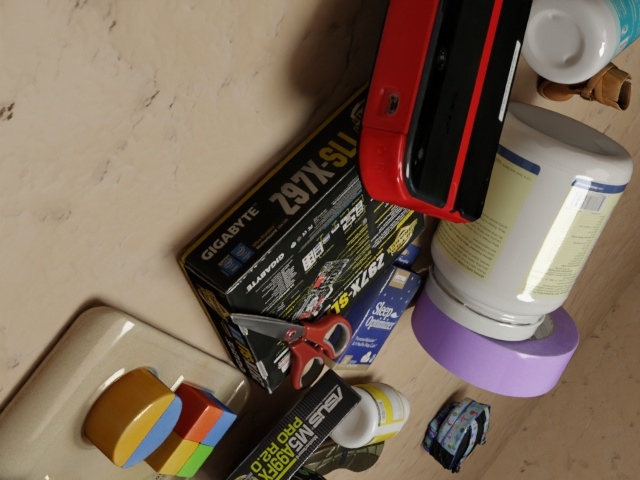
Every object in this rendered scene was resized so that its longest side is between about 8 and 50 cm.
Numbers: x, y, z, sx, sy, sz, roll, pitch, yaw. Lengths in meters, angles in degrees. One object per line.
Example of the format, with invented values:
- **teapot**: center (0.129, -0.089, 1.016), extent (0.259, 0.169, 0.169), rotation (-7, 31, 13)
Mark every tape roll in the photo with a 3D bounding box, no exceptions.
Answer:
- **tape roll**: center (0.301, 0.147, 1.358), extent (0.275, 0.275, 0.090), rotation (-19, 134, -49)

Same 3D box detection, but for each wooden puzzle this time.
- **wooden puzzle**: center (-0.226, 0.256, 0.852), extent (0.322, 0.080, 0.348), rotation (-52, 152, -6)

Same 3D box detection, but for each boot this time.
- **boot**: center (0.436, -0.251, 1.279), extent (0.073, 0.152, 0.197), rotation (-58, 152, 4)

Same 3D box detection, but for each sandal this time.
- **sandal**: center (0.036, 0.384, 1.438), extent (0.219, 0.060, 0.090), rotation (0, 115, -41)

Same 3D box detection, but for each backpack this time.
- **backpack**: center (0.344, 0.463, 1.936), extent (0.158, 0.117, 0.173), rotation (-33, 145, -36)

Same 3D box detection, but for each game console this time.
- **game console**: center (0.160, -0.219, 0.888), extent (0.342, 0.060, 0.386), rotation (8, 96, -65)

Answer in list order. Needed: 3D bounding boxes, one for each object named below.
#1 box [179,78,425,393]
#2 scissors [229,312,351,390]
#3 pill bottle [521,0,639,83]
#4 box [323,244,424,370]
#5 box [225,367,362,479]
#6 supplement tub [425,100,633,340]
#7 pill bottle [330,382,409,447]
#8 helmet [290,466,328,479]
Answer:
- **box**: center (0.000, 0.000, 0.941), extent (0.322, 0.079, 0.257), rotation (-46, 153, -20)
- **scissors**: center (-0.026, 0.100, 0.907), extent (0.109, 0.021, 0.297), rotation (-47, 152, -10)
- **pill bottle**: center (0.415, -0.348, 1.150), extent (0.264, 0.146, 0.146), rotation (-38, 148, -31)
- **box**: center (0.093, 0.106, 1.247), extent (0.225, 0.036, 0.136), rotation (-60, 152, 6)
- **box**: center (-0.049, 0.291, 1.089), extent (0.216, 0.060, 0.270), rotation (-46, 171, -16)
- **supplement tub**: center (0.315, -0.030, 1.235), extent (0.235, 0.235, 0.324), rotation (-16, 133, -51)
- **pill bottle**: center (0.088, 0.303, 1.376), extent (0.103, 0.103, 0.184), rotation (-61, 152, 9)
- **helmet**: center (-0.038, 0.465, 1.283), extent (0.169, 0.162, 0.169), rotation (-38, 147, -30)
